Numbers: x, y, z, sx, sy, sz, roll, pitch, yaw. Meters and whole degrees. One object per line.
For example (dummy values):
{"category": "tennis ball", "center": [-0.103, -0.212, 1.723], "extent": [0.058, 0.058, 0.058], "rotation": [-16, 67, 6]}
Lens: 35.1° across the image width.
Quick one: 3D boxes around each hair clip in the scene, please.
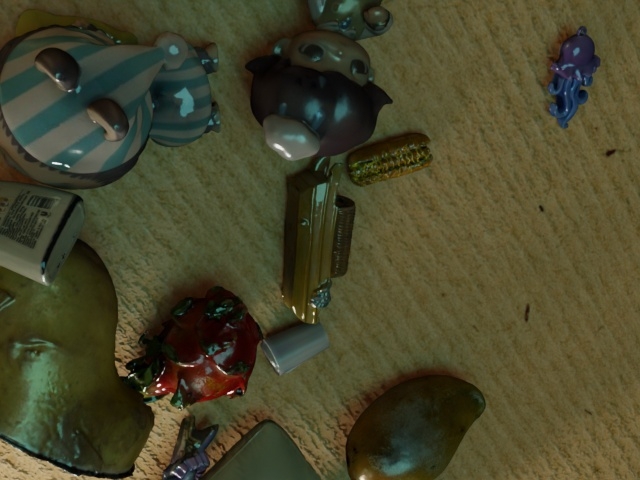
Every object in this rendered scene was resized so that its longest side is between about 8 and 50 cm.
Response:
{"category": "hair clip", "center": [-0.280, 0.456, 1.882], "extent": [0.292, 0.085, 0.106], "rotation": [-61, 159, 13]}

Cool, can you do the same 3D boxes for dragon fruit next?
{"category": "dragon fruit", "center": [-0.230, 0.191, 1.741], "extent": [0.269, 0.198, 0.200], "rotation": [-10, 126, -2]}

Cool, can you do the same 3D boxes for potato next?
{"category": "potato", "center": [-0.394, 0.160, 1.587], "extent": [0.397, 0.290, 0.296], "rotation": [32, 94, -7]}

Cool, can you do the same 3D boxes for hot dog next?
{"category": "hot dog", "center": [0.122, -0.144, 1.806], "extent": [0.165, 0.045, 0.071], "rotation": [-18, 118, -15]}

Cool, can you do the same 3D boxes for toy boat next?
{"category": "toy boat", "center": [0.000, 0.000, 1.793], "extent": [0.115, 0.089, 0.310], "rotation": [-6, 112, -22]}

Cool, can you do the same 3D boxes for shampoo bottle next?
{"category": "shampoo bottle", "center": [-0.498, -0.028, 1.481], "extent": [0.284, 0.153, 0.071], "rotation": [10, 141, 12]}

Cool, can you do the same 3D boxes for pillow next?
{"category": "pillow", "center": [-0.137, 0.520, 1.869], "extent": [0.322, 0.120, 0.255], "rotation": [-39, 102, -17]}

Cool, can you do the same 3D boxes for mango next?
{"category": "mango", "center": [0.187, 0.373, 1.977], "extent": [0.316, 0.146, 0.192], "rotation": [-33, 93, -16]}

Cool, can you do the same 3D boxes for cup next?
{"category": "cup", "center": [-0.047, 0.204, 1.878], "extent": [0.116, 0.074, 0.104], "rotation": [-25, 142, -16]}

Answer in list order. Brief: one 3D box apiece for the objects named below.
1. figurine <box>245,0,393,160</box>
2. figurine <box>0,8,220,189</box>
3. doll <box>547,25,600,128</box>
{"category": "figurine", "center": [0.029, -0.303, 1.615], "extent": [0.218, 0.206, 0.364], "rotation": [16, 103, -41]}
{"category": "figurine", "center": [-0.287, -0.176, 1.448], "extent": [0.362, 0.377, 0.266], "rotation": [-8, 114, -17]}
{"category": "doll", "center": [0.463, -0.298, 1.867], "extent": [0.110, 0.067, 0.205], "rotation": [-16, 128, -30]}
